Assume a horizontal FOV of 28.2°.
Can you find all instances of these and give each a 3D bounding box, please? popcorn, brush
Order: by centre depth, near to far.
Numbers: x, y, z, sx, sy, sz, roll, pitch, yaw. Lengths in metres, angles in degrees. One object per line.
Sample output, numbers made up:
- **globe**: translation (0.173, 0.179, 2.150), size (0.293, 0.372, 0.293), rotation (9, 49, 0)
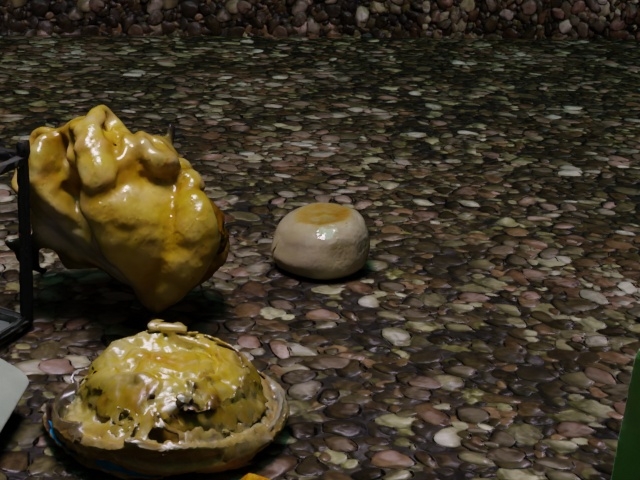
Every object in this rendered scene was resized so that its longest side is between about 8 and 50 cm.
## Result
- **popcorn**: translation (-0.269, -0.048, 1.766), size (0.316, 0.281, 0.297), rotation (31, -20, -5)
- **brush**: translation (-0.252, 0.079, 1.838), size (0.016, 0.013, 0.083), rotation (6, 19, 12)

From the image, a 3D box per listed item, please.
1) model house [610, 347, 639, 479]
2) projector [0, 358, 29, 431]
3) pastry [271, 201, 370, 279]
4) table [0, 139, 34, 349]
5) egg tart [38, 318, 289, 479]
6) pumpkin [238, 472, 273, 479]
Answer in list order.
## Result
- **model house**: translation (0.512, 0.132, 1.365), size (0.300, 0.340, 0.324), rotation (14, 20, 22)
- **projector**: translation (-0.471, 0.165, 1.379), size (0.259, 0.079, 0.257), rotation (31, 22, -8)
- **pastry**: translation (0.000, 0.000, 1.974), size (0.157, 0.092, 0.156), rotation (-5, 20, 2)
- **table**: translation (-0.572, -0.004, 1.646), size (0.335, 0.272, 0.222), rotation (11, 22, 20)
- **egg tart**: translation (-0.181, 0.172, 1.475), size (0.291, 0.107, 0.291), rotation (3, 20, -1)
- **pumpkin**: translation (-0.056, 0.270, 1.337), size (0.101, 0.035, 0.073), rotation (9, 19, 21)
